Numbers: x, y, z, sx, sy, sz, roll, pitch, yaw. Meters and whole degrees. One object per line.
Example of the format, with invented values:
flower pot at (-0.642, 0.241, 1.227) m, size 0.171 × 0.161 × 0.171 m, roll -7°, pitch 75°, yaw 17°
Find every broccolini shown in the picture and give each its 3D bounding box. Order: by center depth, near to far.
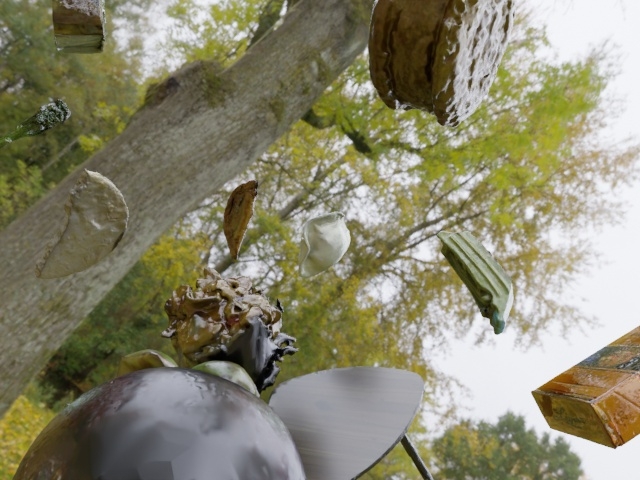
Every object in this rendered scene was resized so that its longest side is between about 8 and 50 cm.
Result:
broccolini at (-0.594, -0.187, 0.976) m, size 0.057 × 0.254 × 0.071 m, roll 45°, pitch -13°, yaw 30°

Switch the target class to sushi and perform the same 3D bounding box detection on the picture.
sushi at (-0.170, 0.165, 0.925) m, size 0.213 × 0.200 × 0.204 m, roll -5°, pitch -61°, yaw 48°

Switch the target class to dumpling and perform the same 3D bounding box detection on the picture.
dumpling at (-0.001, 0.002, 1.197) m, size 0.100 × 0.169 × 0.134 m, roll 55°, pitch -6°, yaw 42°

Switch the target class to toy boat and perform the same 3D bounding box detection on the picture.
toy boat at (0.368, 0.083, 1.173) m, size 0.111 × 0.084 × 0.276 m, roll 65°, pitch 1°, yaw -49°

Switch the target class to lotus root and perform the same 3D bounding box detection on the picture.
lotus root at (-0.589, -0.535, 1.247) m, size 0.235 × 0.119 × 0.138 m, roll -173°, pitch -98°, yaw -66°

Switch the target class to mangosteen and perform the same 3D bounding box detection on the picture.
mangosteen at (-0.169, 0.275, 0.568) m, size 0.330 × 0.330 × 0.330 m, roll 35°, pitch -21°, yaw 16°

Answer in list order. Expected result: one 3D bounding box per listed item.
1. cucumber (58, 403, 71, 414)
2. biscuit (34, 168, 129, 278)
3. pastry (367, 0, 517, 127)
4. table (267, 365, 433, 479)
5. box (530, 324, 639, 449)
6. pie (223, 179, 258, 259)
cucumber at (-0.324, 0.310, 0.844) m, size 0.211 × 0.078 × 0.062 m, roll 12°, pitch -19°, yaw -26°
biscuit at (-0.460, -0.020, 1.017) m, size 0.133 × 0.250 × 0.032 m, roll 14°, pitch 25°, yaw -50°
pastry at (0.127, -0.216, 0.524) m, size 0.103 × 0.189 × 0.189 m, roll 24°, pitch -26°, yaw 26°
table at (0.053, 0.435, 0.955) m, size 0.317 × 0.317 × 0.249 m, roll 13°, pitch -55°, yaw 51°
box at (0.435, 0.186, 0.706) m, size 0.070 × 0.237 × 0.152 m, roll 60°, pitch -11°, yaw 7°
pie at (-0.186, -0.059, 1.160) m, size 0.088 × 0.191 × 0.033 m, roll 30°, pitch 19°, yaw 35°
